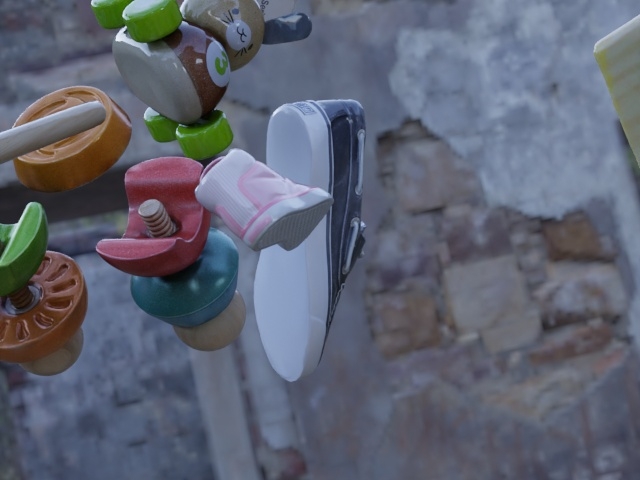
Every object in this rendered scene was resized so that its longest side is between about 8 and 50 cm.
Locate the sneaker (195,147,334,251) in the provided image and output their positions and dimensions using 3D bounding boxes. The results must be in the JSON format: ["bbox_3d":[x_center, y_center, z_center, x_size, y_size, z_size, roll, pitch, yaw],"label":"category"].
[{"bbox_3d":[-0.039,-0.031,0.983,0.051,0.070,0.134,-51,-12,13],"label":"sneaker"}]

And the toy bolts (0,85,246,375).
[{"bbox_3d":[-0.159,0.006,1.164,0.228,0.218,0.158,3,-40,25],"label":"toy bolts"}]

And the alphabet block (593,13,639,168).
[{"bbox_3d":[0.414,-0.152,1.398,0.192,0.194,0.197,-11,-13,-36],"label":"alphabet block"}]

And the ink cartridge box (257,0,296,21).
[{"bbox_3d":[-0.071,-0.401,1.694,0.114,0.273,0.198,9,-42,-11],"label":"ink cartridge box"}]

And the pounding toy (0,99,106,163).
[{"bbox_3d":[-0.208,-0.023,0.768,0.154,0.154,0.269,15,14,-20],"label":"pounding toy"}]

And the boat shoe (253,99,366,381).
[{"bbox_3d":[0.000,0.000,1.515,0.102,0.301,0.108,-11,23,-33],"label":"boat shoe"}]

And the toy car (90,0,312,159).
[{"bbox_3d":[-0.095,-0.196,1.405,0.188,0.155,0.149,-33,30,-18],"label":"toy car"}]
